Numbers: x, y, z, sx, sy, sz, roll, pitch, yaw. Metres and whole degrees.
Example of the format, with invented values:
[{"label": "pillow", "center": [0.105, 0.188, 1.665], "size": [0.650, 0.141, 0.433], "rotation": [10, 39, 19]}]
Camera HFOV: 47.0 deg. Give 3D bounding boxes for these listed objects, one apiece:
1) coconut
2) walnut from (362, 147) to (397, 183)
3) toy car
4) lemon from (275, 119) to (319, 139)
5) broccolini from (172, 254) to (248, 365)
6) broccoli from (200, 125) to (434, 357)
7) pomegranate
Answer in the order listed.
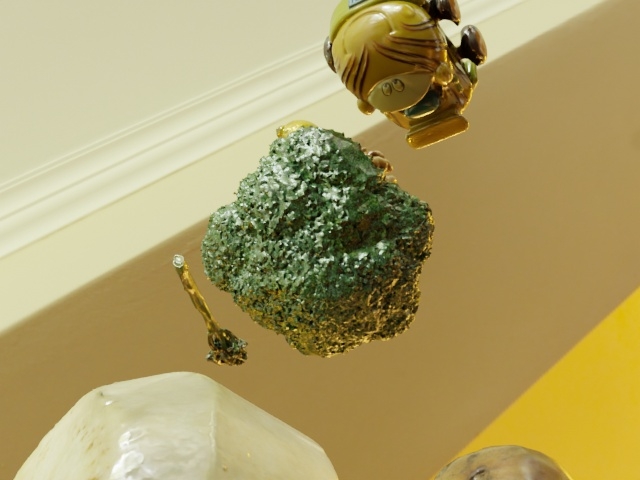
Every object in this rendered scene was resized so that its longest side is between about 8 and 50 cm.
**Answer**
[{"label": "coconut", "center": [-0.122, 0.283, 0.667], "size": [0.322, 0.323, 0.323], "rotation": [0, -89, -33]}, {"label": "walnut", "center": [0.051, -0.099, 1.328], "size": [0.069, 0.170, 0.143], "rotation": [44, -148, -69]}, {"label": "toy car", "center": [0.119, -0.235, 1.026], "size": [0.248, 0.200, 0.143], "rotation": [35, -134, -42]}, {"label": "lemon", "center": [-0.026, -0.137, 1.026], "size": [0.083, 0.062, 0.062], "rotation": [26, -103, -21]}, {"label": "broccolini", "center": [-0.173, 0.122, 1.126], "size": [0.071, 0.057, 0.254], "rotation": [-33, -41, -11]}, {"label": "broccoli", "center": [0.000, 0.000, 0.973], "size": [0.308, 0.307, 0.275], "rotation": [55, -155, -21]}, {"label": "pomegranate", "center": [0.285, 0.455, 1.122], "size": [0.281, 0.281, 0.281], "rotation": [0, -89, -33]}]
